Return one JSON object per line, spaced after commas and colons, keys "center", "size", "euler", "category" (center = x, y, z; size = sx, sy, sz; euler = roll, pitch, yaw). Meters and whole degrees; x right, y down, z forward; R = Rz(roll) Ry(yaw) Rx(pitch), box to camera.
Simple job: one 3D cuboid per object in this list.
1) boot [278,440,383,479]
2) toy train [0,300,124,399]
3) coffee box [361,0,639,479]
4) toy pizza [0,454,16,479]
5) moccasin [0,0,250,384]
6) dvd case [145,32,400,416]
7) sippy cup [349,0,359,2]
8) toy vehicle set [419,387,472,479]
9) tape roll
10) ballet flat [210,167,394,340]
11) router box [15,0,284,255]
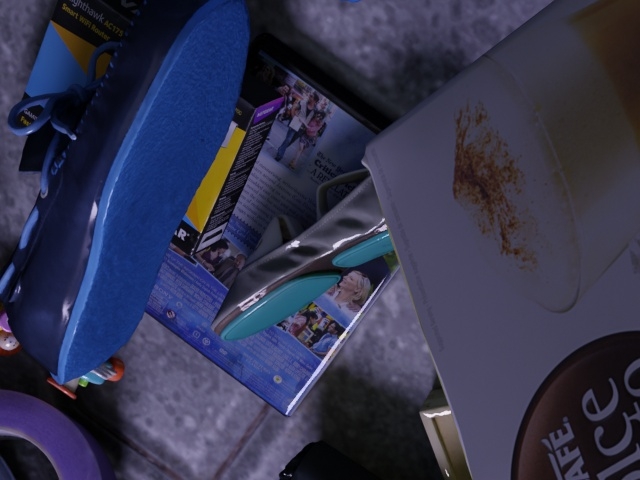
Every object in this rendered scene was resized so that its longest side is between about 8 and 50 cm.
{"center": [0.061, 0.214, 1.223], "size": [0.207, 0.094, 0.246], "euler": [33, 139, 16], "category": "boot"}
{"center": [-0.236, 0.082, 1.299], "size": [0.166, 0.125, 0.046], "euler": [27, 92, 3], "category": "toy train"}
{"center": [0.283, 0.041, 0.888], "size": [0.334, 0.338, 0.337], "euler": [-36, 55, 29], "category": "coffee box"}
{"center": [-0.345, 0.221, 1.452], "size": [0.201, 0.032, 0.201], "euler": [7, 115, 15], "category": "toy pizza"}
{"center": [-0.160, -0.045, 1.132], "size": [0.117, 0.138, 0.342], "euler": [40, 123, 18], "category": "moccasin"}
{"center": [-0.032, -0.007, 1.241], "size": [0.180, 0.022, 0.253], "euler": [37, 120, 4], "category": "dvd case"}
{"center": [-0.008, -0.274, 1.013], "size": [0.224, 0.305, 0.240], "euler": [41, 79, -12], "category": "sippy cup"}
{"center": [0.195, 0.220, 1.245], "size": [0.166, 0.035, 0.266], "euler": [-13, 107, 25], "category": "toy vehicle set"}
{"center": [-0.260, 0.217, 1.334], "size": [0.189, 0.080, 0.189], "euler": [0, 77, 2], "category": "tape roll"}
{"center": [0.000, 0.000, 1.190], "size": [0.213, 0.072, 0.068], "euler": [-31, 71, 28], "category": "ballet flat"}
{"center": [-0.128, -0.094, 1.208], "size": [0.179, 0.046, 0.133], "euler": [35, 120, 16], "category": "router box"}
